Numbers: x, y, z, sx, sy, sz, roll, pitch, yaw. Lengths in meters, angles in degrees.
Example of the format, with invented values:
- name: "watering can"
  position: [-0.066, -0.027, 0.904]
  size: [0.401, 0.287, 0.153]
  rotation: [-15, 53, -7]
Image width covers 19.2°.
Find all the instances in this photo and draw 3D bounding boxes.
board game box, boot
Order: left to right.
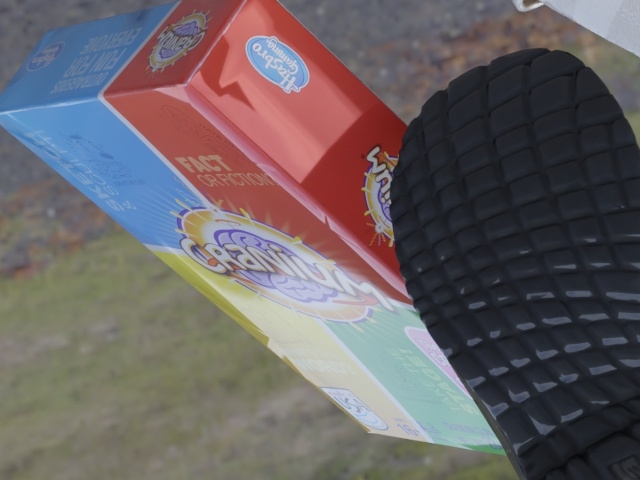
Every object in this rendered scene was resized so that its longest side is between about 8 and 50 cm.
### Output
- name: "board game box"
  position: [0.000, 0.000, 1.016]
  size: [0.316, 0.064, 0.242]
  rotation: [41, 160, -24]
- name: "boot"
  position: [0.136, 0.093, 0.857]
  size: [0.118, 0.338, 0.223]
  rotation: [-20, 142, 11]

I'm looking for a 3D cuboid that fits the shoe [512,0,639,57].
- name: "shoe"
  position: [0.089, -0.086, 0.603]
  size: [0.076, 0.219, 0.058]
  rotation: [-19, 132, -57]
